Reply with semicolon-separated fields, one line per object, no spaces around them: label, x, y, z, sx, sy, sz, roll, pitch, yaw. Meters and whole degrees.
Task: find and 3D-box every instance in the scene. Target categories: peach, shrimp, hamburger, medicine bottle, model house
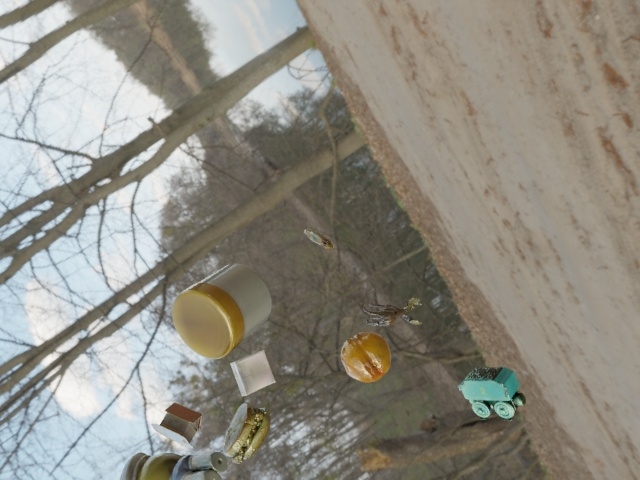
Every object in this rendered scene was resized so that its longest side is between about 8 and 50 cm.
peach;0.127;0.316;1.351;0.138;0.138;0.138;55;178;3
shrimp;0.001;-0.001;2.261;0.115;0.051;0.217;33;177;-37
hamburger;-0.275;0.716;1.851;0.122;0.215;0.189;34;150;-17
medicine bottle;-0.311;0.222;1.602;0.238;0.238;0.232;55;-146;0
model house;-0.635;0.810;2.233;0.219;0.136;0.207;16;145;19

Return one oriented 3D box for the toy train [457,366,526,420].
toy train;0.592;0.521;1.725;0.203;0.112;0.163;-19;99;46

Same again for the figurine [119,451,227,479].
figurine;-0.415;0.652;1.389;0.205;0.382;0.224;43;-159;-25

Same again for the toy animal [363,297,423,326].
toy animal;0.260;0.259;1.746;0.214;0.186;0.093;-17;-77;-68

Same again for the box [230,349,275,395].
box;-0.255;0.502;1.898;0.051;0.129;0.130;-29;80;53
